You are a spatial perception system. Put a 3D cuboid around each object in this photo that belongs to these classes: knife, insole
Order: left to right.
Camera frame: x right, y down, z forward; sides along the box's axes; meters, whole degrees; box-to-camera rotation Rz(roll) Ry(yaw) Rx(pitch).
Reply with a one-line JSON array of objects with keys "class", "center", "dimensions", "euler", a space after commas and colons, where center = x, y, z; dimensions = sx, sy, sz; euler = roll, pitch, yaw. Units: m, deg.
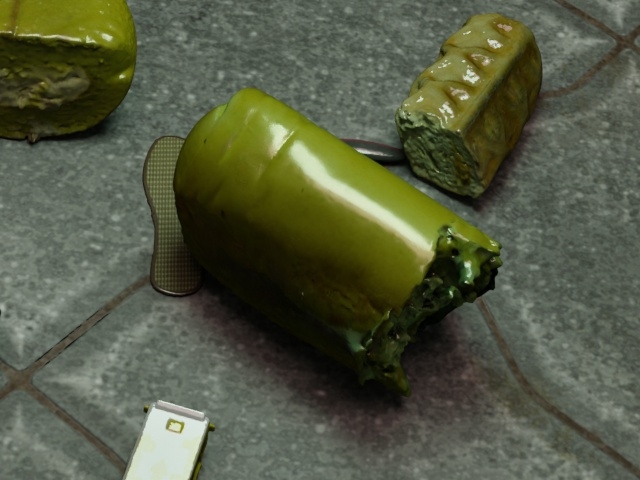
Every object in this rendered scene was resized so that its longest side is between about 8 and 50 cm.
[{"class": "insole", "center": [-0.173, -0.034, 2.008], "dimensions": [0.086, 0.005, 0.253], "euler": [1, 52, -9]}, {"class": "knife", "center": [-0.013, -0.119, 2.100], "dimensions": [0.247, 0.018, 0.035], "euler": [6, 54, -2]}]

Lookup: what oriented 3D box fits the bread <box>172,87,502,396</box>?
[{"class": "bread", "center": [0.000, 0.000, 1.868], "dimensions": [0.376, 0.251, 0.208], "euler": [36, 71, 16]}]

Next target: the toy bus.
[{"class": "toy bus", "center": [-0.180, 0.277, 1.713], "dimensions": [0.081, 0.074, 0.226], "euler": [17, 52, 4]}]

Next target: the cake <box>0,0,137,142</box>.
[{"class": "cake", "center": [-0.357, -0.229, 2.021], "dimensions": [0.261, 0.179, 0.156], "euler": [6, 52, -9]}]

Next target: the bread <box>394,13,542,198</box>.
[{"class": "bread", "center": [0.200, -0.185, 2.120], "dimensions": [0.152, 0.130, 0.267], "euler": [49, 50, -18]}]
